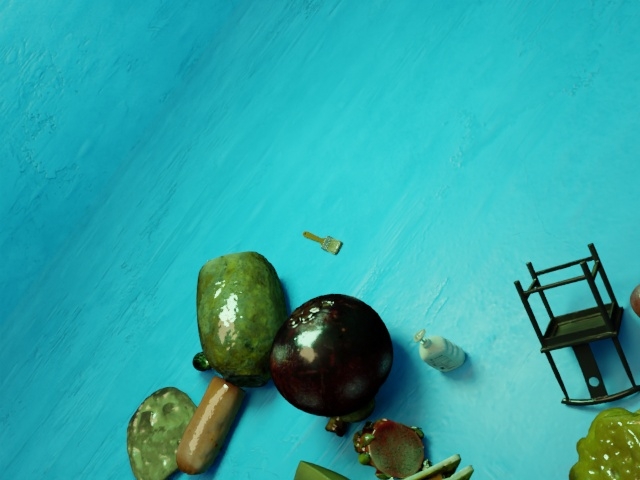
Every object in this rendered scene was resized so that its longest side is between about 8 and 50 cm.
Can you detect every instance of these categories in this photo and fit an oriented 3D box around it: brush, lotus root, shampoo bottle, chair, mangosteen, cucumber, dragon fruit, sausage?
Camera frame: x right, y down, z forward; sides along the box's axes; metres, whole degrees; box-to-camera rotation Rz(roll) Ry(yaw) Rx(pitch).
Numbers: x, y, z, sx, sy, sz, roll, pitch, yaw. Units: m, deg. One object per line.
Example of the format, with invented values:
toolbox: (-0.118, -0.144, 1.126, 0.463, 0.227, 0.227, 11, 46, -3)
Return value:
brush: (0.000, 0.000, 1.896, 0.169, 0.014, 0.043, 23, 81, 50)
lotus root: (-0.208, 0.219, 1.791, 0.250, 0.250, 0.346, -27, 55, 28)
brush: (0.041, 0.539, 1.418, 0.197, 0.123, 0.059, 15, 79, 48)
shampoo bottle: (0.242, 0.232, 1.413, 0.077, 0.152, 0.045, -31, 48, 25)
chair: (0.490, 0.159, 1.253, 0.154, 0.141, 0.260, -21, 96, 33)
mangosteen: (0.034, 0.269, 1.508, 0.297, 0.293, 0.297, -43, 1, 1)
cucumber: (-0.328, 0.340, 1.864, 0.052, 0.058, 0.214, -39, 1, -17)
dragon fruit: (0.142, 0.433, 1.412, 0.138, 0.142, 0.175, -27, 8, -29)
sausage: (-0.297, 0.496, 1.774, 0.113, 0.113, 0.259, 13, 72, 46)

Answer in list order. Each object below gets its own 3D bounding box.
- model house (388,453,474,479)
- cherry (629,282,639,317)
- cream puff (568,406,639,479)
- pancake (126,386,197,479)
model house: (0.212, 0.527, 1.094, 0.313, 0.357, 0.243, -49, 39, 21)
cherry: (0.622, 0.102, 1.195, 0.126, 0.087, 0.106, 17, 80, 50)
cream puff: (0.506, 0.379, 1.035, 0.196, 0.244, 0.244, -11, 48, -6)
pancake: (-0.456, 0.560, 1.923, 0.294, 0.049, 0.295, -20, 53, 29)
